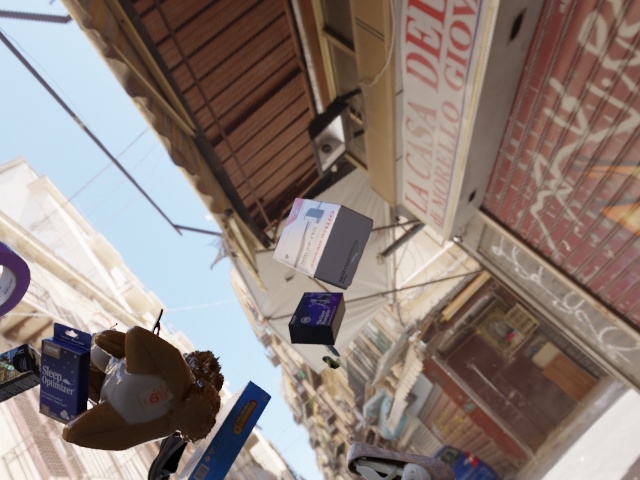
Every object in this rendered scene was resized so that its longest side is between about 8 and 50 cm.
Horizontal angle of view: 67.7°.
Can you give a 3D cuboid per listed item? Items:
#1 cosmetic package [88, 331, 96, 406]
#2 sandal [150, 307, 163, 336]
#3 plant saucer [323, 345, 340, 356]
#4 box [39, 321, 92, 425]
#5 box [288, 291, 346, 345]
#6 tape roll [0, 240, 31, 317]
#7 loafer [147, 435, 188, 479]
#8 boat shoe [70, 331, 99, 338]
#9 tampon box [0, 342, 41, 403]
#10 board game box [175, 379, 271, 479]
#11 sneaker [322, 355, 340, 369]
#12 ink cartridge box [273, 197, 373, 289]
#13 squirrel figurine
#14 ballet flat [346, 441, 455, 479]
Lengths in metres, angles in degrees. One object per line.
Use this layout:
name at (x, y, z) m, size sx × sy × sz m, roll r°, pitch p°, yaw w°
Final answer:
cosmetic package at (-0.722, 0.423, 1.532) m, size 0.117 × 0.085 × 0.231 m, roll -25°, pitch -68°, yaw -6°
sandal at (-0.727, 0.391, 2.128) m, size 0.040 × 0.067 × 0.179 m, roll 24°, pitch -88°, yaw -24°
plant saucer at (0.041, 0.485, 2.141) m, size 0.021 × 0.119 × 0.119 m, roll -42°, pitch -26°, yaw -16°
box at (-0.600, 0.315, 1.119) m, size 0.036 × 0.136 × 0.226 m, roll -7°, pitch -74°, yaw -64°
box at (-0.010, 0.322, 1.999) m, size 0.261 × 0.184 × 0.103 m, roll -62°, pitch -35°, yaw -62°
tape roll at (-1.050, 0.131, 1.461) m, size 0.275 × 0.090 × 0.275 m, roll -45°, pitch -25°, yaw -28°
loafer at (-0.550, 0.804, 1.725) m, size 0.096 × 0.084 × 0.268 m, roll 4°, pitch -70°, yaw -56°
boat shoe at (-0.901, 0.405, 1.803) m, size 0.110 × 0.122 × 0.341 m, roll -19°, pitch 3°, yaw -1°
tampon box at (-1.036, 0.447, 1.604) m, size 0.160 × 0.120 × 0.102 m, roll -24°, pitch -34°, yaw -15°
board game box at (-0.298, 0.607, 1.442) m, size 0.308 × 0.086 × 0.302 m, roll -56°, pitch 3°, yaw -36°
sneaker at (0.039, 0.493, 1.927) m, size 0.035 × 0.083 × 0.031 m, roll -24°, pitch -53°, yaw -55°
ink cartridge box at (0.000, 0.000, 1.299) m, size 0.114 × 0.272 × 0.197 m, roll 22°, pitch -92°, yaw -30°
squirrel figurine at (-0.458, 0.380, 1.282) m, size 0.396 × 0.370 × 0.281 m, roll 29°, pitch -104°, yaw -28°
ballet flat at (0.219, 0.665, 1.363) m, size 0.106 × 0.315 × 0.108 m, roll -18°, pitch -72°, yaw -66°
